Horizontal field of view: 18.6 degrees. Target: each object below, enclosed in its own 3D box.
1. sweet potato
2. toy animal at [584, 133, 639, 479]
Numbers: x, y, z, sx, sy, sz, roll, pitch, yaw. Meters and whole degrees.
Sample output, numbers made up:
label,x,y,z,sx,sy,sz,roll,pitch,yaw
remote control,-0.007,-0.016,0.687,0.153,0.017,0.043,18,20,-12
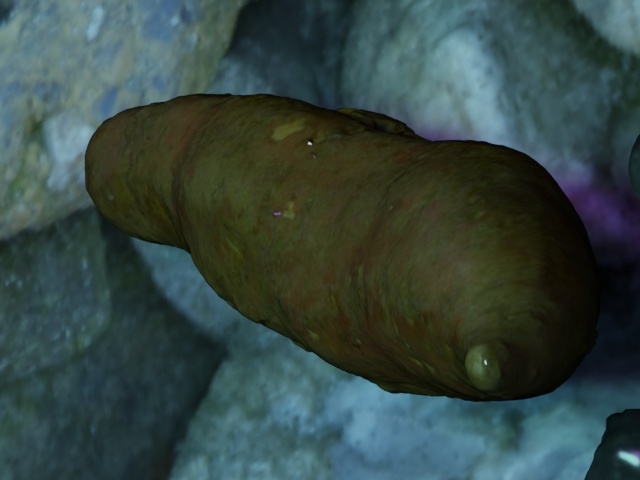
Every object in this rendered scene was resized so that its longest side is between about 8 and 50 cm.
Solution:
label,x,y,z,sx,sy,sz,roll,pitch,yaw
sweet potato,0.015,0.001,0.700,0.354,0.106,0.095,25,113,61
toy animal,0.183,0.103,0.518,0.343,0.106,0.168,41,114,38
